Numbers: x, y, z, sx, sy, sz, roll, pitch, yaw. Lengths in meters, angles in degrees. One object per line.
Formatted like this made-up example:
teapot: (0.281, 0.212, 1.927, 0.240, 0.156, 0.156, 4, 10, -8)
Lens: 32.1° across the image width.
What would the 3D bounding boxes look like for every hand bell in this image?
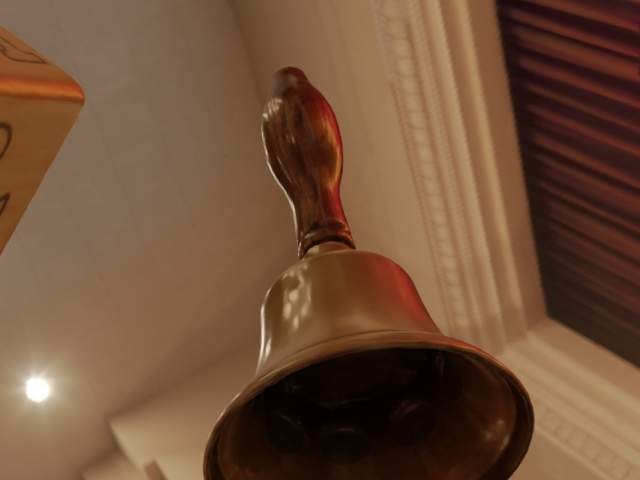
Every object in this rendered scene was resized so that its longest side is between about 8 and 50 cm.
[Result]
hand bell: (0.000, 0.000, 0.502, 0.126, 0.242, 0.126, -6, -47, -7)

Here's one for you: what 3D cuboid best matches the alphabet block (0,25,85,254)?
alphabet block: (-0.315, -0.077, 0.747, 0.192, 0.193, 0.197, -56, -13, 16)
